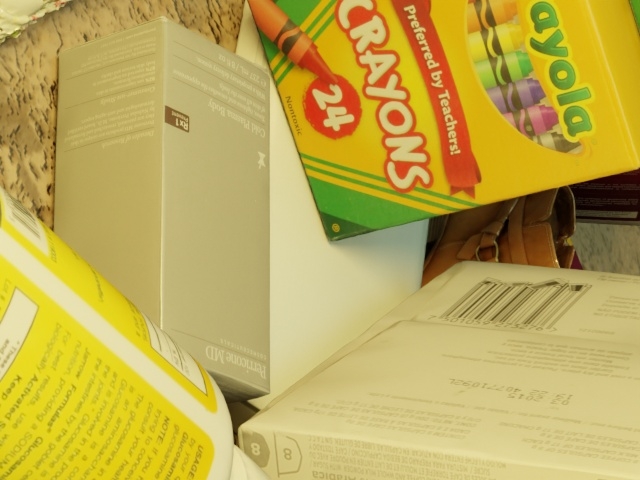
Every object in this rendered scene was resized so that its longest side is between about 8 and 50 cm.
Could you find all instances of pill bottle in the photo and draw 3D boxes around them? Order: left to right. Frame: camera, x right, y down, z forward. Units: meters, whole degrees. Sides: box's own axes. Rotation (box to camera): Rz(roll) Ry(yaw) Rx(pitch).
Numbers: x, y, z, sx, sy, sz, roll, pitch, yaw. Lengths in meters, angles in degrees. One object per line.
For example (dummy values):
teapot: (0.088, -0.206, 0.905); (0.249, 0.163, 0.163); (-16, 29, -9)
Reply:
pill bottle: (-0.171, 0.103, 1.058); (0.334, 0.188, 0.188); (46, 45, -37)

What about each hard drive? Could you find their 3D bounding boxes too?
hard drive: (0.000, 0.000, 1.464); (0.233, 0.047, 0.353); (38, 50, -42)

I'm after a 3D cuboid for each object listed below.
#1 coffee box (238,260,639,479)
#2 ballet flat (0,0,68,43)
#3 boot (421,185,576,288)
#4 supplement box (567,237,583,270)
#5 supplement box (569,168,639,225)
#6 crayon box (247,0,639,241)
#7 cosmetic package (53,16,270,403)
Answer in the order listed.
coffee box: (0.184, 0.234, 1.329); (0.338, 0.338, 0.334); (-33, 123, -55)
ballet flat: (-0.180, -0.192, 1.242); (0.241, 0.077, 0.091); (-46, 117, -51)
boot: (0.136, 0.045, 1.549); (0.073, 0.152, 0.197); (29, 56, -48)
supplement box: (0.205, 0.105, 1.693); (0.104, 0.081, 0.188); (-46, 117, -51)
supplement box: (0.237, -0.096, 1.667); (0.239, 0.130, 0.073); (87, 6, -66)
crayon box: (0.117, -0.131, 1.352); (0.081, 0.318, 0.202); (-29, 102, -54)
cosmetic package: (-0.105, -0.013, 1.268); (0.127, 0.107, 0.238); (22, 58, -53)
